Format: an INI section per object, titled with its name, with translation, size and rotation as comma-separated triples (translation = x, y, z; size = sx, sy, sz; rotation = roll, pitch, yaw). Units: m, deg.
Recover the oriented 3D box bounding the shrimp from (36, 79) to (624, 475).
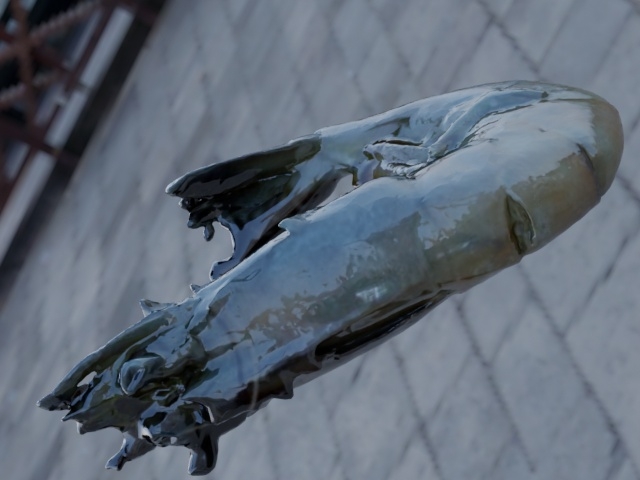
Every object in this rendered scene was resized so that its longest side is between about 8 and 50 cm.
[shrimp]
translation = -0.003, -0.007, 0.871
size = 0.289, 0.075, 0.178
rotation = -34, 28, -3
